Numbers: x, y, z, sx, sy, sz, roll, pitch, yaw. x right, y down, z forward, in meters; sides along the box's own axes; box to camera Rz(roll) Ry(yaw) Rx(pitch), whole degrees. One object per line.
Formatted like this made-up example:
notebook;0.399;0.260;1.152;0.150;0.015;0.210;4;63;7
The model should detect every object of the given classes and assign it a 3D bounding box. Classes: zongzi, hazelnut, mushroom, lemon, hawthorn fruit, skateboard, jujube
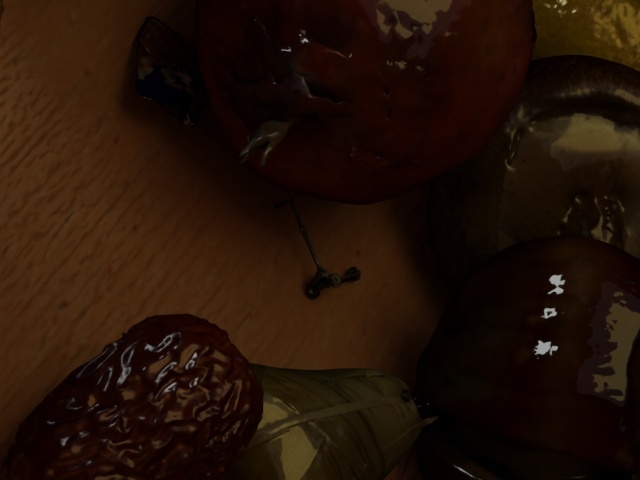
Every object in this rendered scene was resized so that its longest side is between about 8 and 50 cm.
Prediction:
zongzi;-0.034;0.116;1.346;0.197;0.099;0.194;53;41;4
hazelnut;0.180;0.119;1.464;0.217;0.217;0.252;1;106;-44
mushroom;0.209;-0.039;1.586;0.253;0.153;0.253;-2;100;-13
lemon;0.250;-0.170;1.716;0.257;0.188;0.188;52;42;-11
hawthorn fruit;0.018;-0.142;1.420;0.276;0.276;0.307;46;40;-14
skateboard;0.000;0.000;1.494;0.064;0.032;0.083;-18;82;-58
jujube;-0.123;0.126;1.217;0.176;0.109;0.112;-37;50;-17

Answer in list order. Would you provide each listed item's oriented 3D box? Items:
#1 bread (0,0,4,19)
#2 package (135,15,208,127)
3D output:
bread;-0.305;-0.171;1.096;0.236;0.165;0.375;-6;104;-50
package;-0.115;-0.126;1.452;0.077;0.033;0.111;24;29;-13
